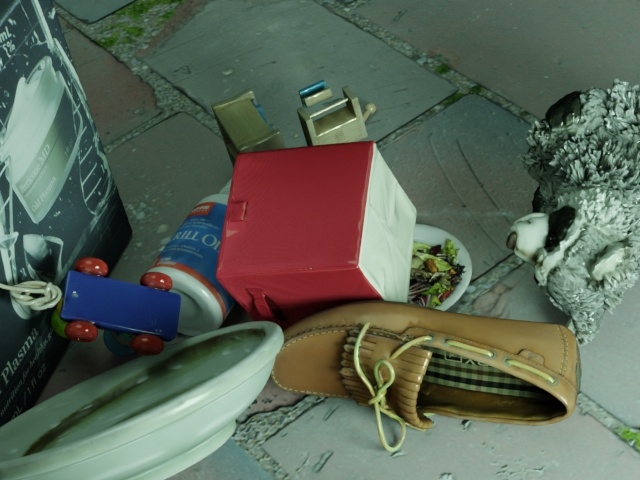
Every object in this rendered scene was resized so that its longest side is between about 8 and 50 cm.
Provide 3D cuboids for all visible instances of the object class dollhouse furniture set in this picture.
[{"bbox_3d":[-0.040,-0.154,2.115,0.184,0.129,0.129,-25,43,-8],"label":"dollhouse furniture set"}]

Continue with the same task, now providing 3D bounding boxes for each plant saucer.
[{"bbox_3d":[-0.215,0.219,1.706,0.400,0.100,0.400,-23,7,3],"label":"plant saucer"}]

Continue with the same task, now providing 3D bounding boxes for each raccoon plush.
[{"bbox_3d":[0.449,-0.043,1.823,0.446,0.216,0.299,-12,49,2],"label":"raccoon plush"}]

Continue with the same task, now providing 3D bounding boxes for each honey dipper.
[{"bbox_3d":[0.046,-0.160,2.179,0.030,0.030,0.160,10,45,25],"label":"honey dipper"}]

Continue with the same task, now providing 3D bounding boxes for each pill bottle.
[{"bbox_3d":[-0.141,0.014,1.968,0.124,0.124,0.221,10,47,25],"label":"pill bottle"}]

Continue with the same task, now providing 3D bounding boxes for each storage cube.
[{"bbox_3d":[0.000,0.000,1.851,0.193,0.183,0.215,-4,59,22],"label":"storage cube"}]

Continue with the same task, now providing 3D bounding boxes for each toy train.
[{"bbox_3d":[-0.317,0.087,1.851,0.248,0.143,0.105,13,69,-20],"label":"toy train"}]

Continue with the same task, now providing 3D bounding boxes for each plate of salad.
[{"bbox_3d":[0.103,0.038,1.931,0.200,0.048,0.200,-8,41,7],"label":"plate of salad"}]

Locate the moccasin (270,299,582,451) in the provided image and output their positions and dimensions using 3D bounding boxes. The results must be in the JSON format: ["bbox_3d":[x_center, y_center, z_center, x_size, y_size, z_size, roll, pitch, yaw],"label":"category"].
[{"bbox_3d":[0.119,0.166,1.734,0.380,0.139,0.147,8,36,10],"label":"moccasin"}]

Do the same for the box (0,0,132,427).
[{"bbox_3d":[-0.513,-0.033,1.862,0.297,0.471,0.480,5,45,21],"label":"box"}]
